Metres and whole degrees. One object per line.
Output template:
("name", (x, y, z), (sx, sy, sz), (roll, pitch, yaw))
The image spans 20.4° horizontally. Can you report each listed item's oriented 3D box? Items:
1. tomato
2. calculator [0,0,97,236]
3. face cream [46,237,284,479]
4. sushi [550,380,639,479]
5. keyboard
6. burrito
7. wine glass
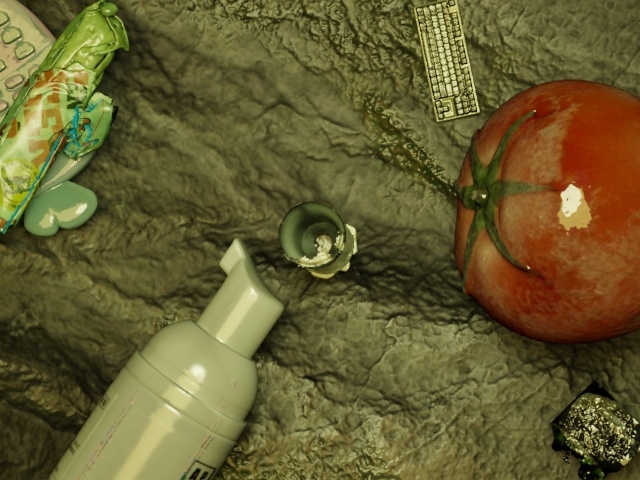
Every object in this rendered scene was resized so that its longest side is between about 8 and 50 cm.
("tomato", (0.261, -0.026, 1.773), (0.265, 0.265, 0.265), (0, 86, 5))
("calculator", (-0.345, -0.138, 1.934), (0.185, 0.041, 0.299), (-31, 86, -4))
("face cream", (-0.150, 0.177, 1.850), (0.145, 0.145, 0.370), (34, 91, 7))
("sushi", (0.286, 0.203, 1.852), (0.084, 0.056, 0.083), (-43, 84, 0))
("keyboard", (0.136, -0.194, 1.914), (0.049, 0.015, 0.129), (-11, 85, 5))
("burrito", (-0.280, -0.120, 1.885), (0.104, 0.054, 0.288), (30, 84, -1))
("wine glass", (0.000, 0.000, 1.843), (0.072, 0.155, 0.072), (0, 85, 6))
